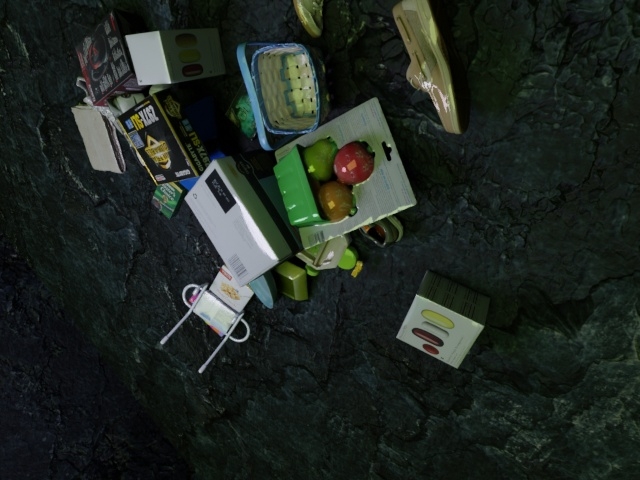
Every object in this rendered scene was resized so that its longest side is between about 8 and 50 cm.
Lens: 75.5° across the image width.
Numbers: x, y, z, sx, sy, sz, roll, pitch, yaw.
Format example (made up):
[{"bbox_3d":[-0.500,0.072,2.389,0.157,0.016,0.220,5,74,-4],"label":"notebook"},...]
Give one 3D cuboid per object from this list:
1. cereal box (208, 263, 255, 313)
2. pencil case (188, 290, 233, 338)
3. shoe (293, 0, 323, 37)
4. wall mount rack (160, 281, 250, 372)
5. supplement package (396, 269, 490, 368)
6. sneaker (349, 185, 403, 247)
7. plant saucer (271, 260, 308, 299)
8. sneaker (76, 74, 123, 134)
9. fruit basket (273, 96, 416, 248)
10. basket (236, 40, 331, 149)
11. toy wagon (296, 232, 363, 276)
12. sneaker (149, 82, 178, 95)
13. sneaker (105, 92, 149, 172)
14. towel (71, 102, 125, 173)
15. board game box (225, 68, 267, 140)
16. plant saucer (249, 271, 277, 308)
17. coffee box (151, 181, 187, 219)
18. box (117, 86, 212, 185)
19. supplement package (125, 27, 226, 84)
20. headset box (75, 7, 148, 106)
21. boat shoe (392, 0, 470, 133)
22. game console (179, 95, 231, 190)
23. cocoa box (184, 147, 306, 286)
[{"bbox_3d":[-0.379,0.219,1.752,0.173,0.047,0.240,40,129,4],"label":"cereal box"},{"bbox_3d":[-0.483,0.327,1.842,0.236,0.104,0.104,44,129,2],"label":"pencil case"},{"bbox_3d":[-0.033,-0.639,1.059,0.058,0.076,0.219,-6,111,38],"label":"shoe"},{"bbox_3d":[-0.485,0.357,1.730,0.350,0.130,0.304,35,103,6],"label":"wall mount rack"},{"bbox_3d":[0.373,0.238,1.264,0.203,0.149,0.194,24,126,15],"label":"supplement package"},{"bbox_3d":[0.129,-0.084,1.253,0.271,0.108,0.100,40,130,10],"label":"sneaker"},{"bbox_3d":[-0.138,0.142,1.528,0.188,0.045,0.188,25,145,21],"label":"plant saucer"},{"bbox_3d":[-0.816,-0.506,1.556,0.099,0.121,0.262,-23,103,38],"label":"sneaker"},{"bbox_3d":[0.058,-0.184,1.183,0.353,0.165,0.327,-22,79,17],"label":"fruit basket"},{"bbox_3d":[-0.096,-0.400,1.091,0.201,0.289,0.255,7,122,33],"label":"basket"},{"bbox_3d":[0.000,0.000,1.401,0.344,0.068,0.267,33,128,10],"label":"toy wagon"},{"bbox_3d":[-0.499,-0.518,1.324,0.080,0.212,0.094,5,121,-15],"label":"sneaker"},{"bbox_3d":[-0.647,-0.390,1.527,0.122,0.146,0.330,54,160,29],"label":"sneaker"},{"bbox_3d":[-0.914,-0.421,1.708,0.187,0.049,0.282,11,122,26],"label":"towel"},{"bbox_3d":[-0.216,-0.427,1.314,0.126,0.026,0.186,45,129,1],"label":"board game box"},{"bbox_3d":[-0.244,0.104,1.534,0.317,0.043,0.318,48,156,30],"label":"plant saucer"},{"bbox_3d":[-0.611,-0.184,1.667,0.113,0.040,0.184,44,129,2],"label":"coffee box"},{"bbox_3d":[-0.495,-0.313,1.306,0.322,0.079,0.257,2,122,48],"label":"box"},{"bbox_3d":[-0.418,-0.547,1.225,0.133,0.244,0.139,8,120,26],"label":"supplement package"},{"bbox_3d":[-0.707,-0.605,1.417,0.293,0.110,0.218,-16,92,35],"label":"headset box"},{"bbox_3d":[0.269,-0.414,0.992,0.110,0.121,0.341,-13,99,39],"label":"boat shoe"},{"bbox_3d":[-0.425,-0.330,1.489,0.293,0.173,0.250,-10,141,34],"label":"game console"},{"bbox_3d":[-0.209,-0.077,1.306,0.231,0.228,0.347,-34,87,41],"label":"cocoa box"}]
